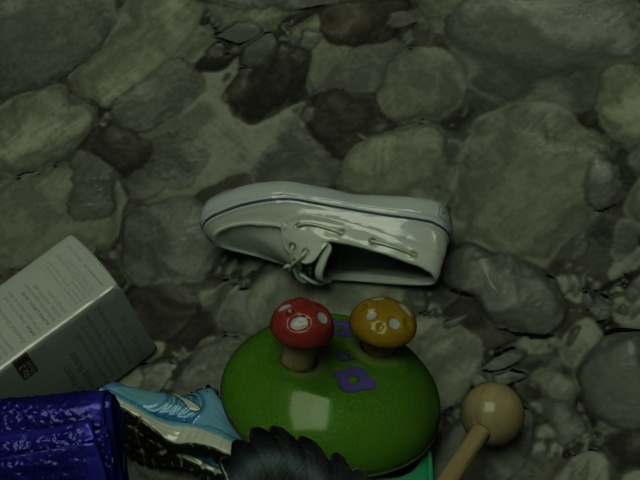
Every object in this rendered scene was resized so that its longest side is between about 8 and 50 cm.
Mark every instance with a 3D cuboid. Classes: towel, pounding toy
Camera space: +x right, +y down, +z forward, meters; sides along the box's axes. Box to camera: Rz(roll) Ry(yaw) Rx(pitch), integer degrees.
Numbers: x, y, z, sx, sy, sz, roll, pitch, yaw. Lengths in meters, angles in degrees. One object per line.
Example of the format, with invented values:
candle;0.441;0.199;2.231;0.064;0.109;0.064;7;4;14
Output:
towel;-0.297;0.245;1.561;0.308;0.076;0.228;-6;96;12
pounding toy;0.037;0.104;1.570;0.237;0.110;0.183;26;37;23

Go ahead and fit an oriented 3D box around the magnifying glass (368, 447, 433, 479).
magnifying glass;0.071;0.209;1.542;0.092;0.026;0.231;-6;38;-26

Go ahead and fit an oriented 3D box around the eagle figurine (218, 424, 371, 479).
eagle figurine;-0.026;0.302;1.412;0.226;0.225;0.298;-2;26;-22

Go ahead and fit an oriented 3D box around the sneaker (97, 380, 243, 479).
sneaker;-0.117;0.155;1.663;0.162;0.063;0.073;19;46;21

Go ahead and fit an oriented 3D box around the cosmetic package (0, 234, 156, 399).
cosmetic package;-0.268;0.112;1.687;0.231;0.117;0.085;-39;54;-10

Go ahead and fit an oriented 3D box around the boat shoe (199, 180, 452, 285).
boat shoe;0.000;0.000;1.709;0.226;0.083;0.076;-1;56;14
